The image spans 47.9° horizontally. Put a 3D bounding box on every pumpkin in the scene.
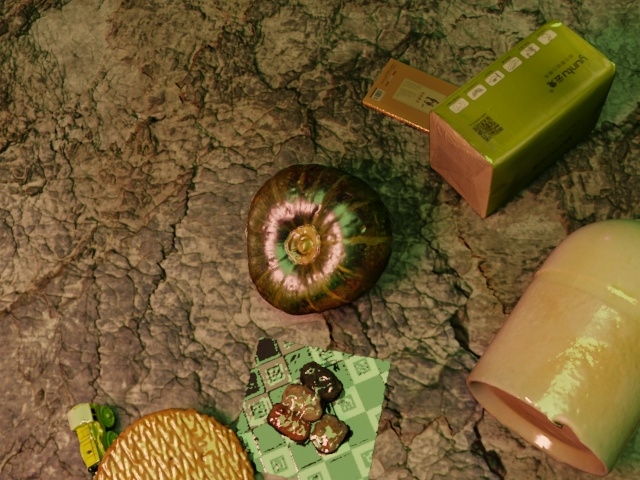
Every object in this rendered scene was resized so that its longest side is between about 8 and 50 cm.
[{"bbox_3d":[0.001,-0.001,1.217,0.260,0.189,0.260,1,92,24],"label":"pumpkin"}]

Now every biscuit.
[{"bbox_3d":[-0.222,0.385,1.110,0.254,0.035,0.253,7,66,-15],"label":"biscuit"}]

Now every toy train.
[{"bbox_3d":[-0.336,0.381,1.146,0.053,0.085,0.249,-30,67,12],"label":"toy train"}]

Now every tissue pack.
[{"bbox_3d":[0.341,-0.207,1.248,0.275,0.200,0.167,-37,67,-9],"label":"tissue pack"}]

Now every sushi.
[{"bbox_3d":[-0.019,0.276,1.172,0.232,0.047,0.219,9,69,10],"label":"sushi"}]

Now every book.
[{"bbox_3d":[0.184,-0.277,1.395,0.172,0.012,0.118,28,73,17],"label":"book"}]

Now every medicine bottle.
[{"bbox_3d":[0.425,0.118,1.087,0.236,0.235,0.406,34,76,18],"label":"medicine bottle"}]
